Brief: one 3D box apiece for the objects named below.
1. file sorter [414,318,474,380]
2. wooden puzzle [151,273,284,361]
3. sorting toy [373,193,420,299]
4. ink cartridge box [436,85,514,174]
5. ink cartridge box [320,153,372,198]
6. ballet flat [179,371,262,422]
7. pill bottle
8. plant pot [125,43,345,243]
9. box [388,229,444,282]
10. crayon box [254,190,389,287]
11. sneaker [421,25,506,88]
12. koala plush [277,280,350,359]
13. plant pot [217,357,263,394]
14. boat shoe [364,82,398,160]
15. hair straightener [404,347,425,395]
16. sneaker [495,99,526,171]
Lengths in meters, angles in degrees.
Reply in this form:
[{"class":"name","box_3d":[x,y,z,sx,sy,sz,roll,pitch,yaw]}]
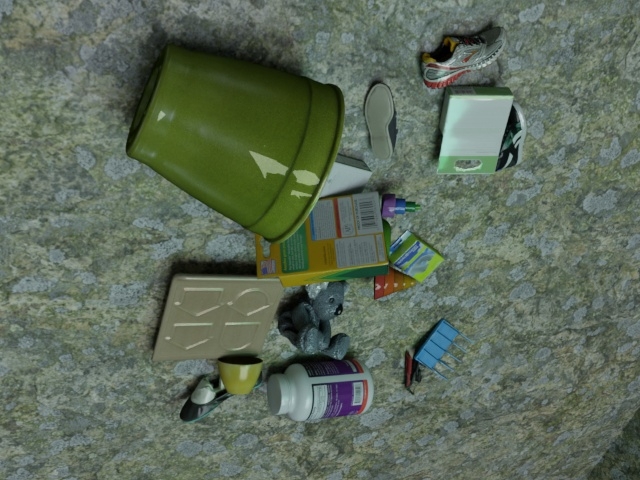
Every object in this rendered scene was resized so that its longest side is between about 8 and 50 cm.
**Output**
[{"class":"file sorter","box_3d":[0.435,0.384,2.234,0.118,0.104,0.170,36,90,-41]},{"class":"wooden puzzle","box_3d":[-0.285,0.203,1.785,0.322,0.081,0.348,3,130,-28]},{"class":"sorting toy","box_3d":[0.223,0.024,1.823,0.126,0.127,0.366,4,129,1]},{"class":"ink cartridge box","box_3d":[0.400,-0.289,1.701,0.171,0.056,0.235,-1,130,-6]},{"class":"ink cartridge box","box_3d":[0.017,-0.166,1.635,0.209,0.062,0.109,10,122,-32]},{"class":"ballet flat","box_3d":[-0.313,0.449,1.966,0.280,0.095,0.096,-27,125,-18]},{"class":"pill bottle","box_3d":[-0.002,0.484,2.077,0.322,0.181,0.182,1,126,-26]},{"class":"plant pot","box_3d":[-0.195,-0.220,1.322,0.352,0.366,0.367,20,117,-24]},{"class":"box","box_3d":[0.288,0.050,1.960,0.109,0.042,0.178,-47,132,14]},{"class":"crayon box","box_3d":[0.000,0.000,1.621,0.322,0.203,0.083,-7,156,3]},{"class":"sneaker","box_3d":[0.346,-0.454,1.544,0.225,0.088,0.093,-30,132,-1]},{"class":"koala plush","box_3d":[-0.006,0.201,1.874,0.196,0.203,0.221,21,94,-47]},{"class":"plant pot","box_3d":[-0.239,0.398,1.889,0.134,0.134,0.095,3,90,-28]},{"class":"boat shoe","box_3d":[0.159,-0.304,1.609,0.065,0.075,0.206,-52,144,-44]},{"class":"hair straightener","box_3d":[0.352,0.479,2.335,0.089,0.047,0.231,-15,126,-15]},{"class":"sneaker","box_3d":[0.495,-0.275,1.769,0.121,0.079,0.217,-24,134,-7]}]
